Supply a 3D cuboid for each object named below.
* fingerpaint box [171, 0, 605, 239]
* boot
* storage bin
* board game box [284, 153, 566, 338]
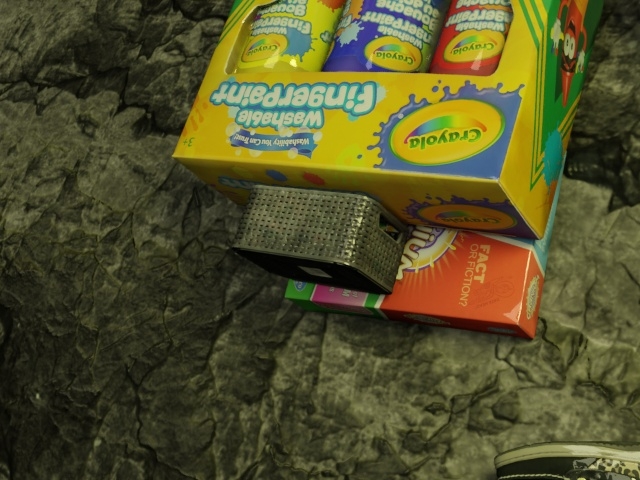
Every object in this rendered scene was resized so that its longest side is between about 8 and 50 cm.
[{"bbox_3d":[0.082,-0.218,1.036,0.445,0.163,0.371,9,72,34],"label":"fingerpaint box"},{"bbox_3d":[0.284,0.289,0.823,0.236,0.085,0.178,-7,69,28],"label":"boot"},{"bbox_3d":[0.000,0.000,1.015,0.180,0.122,0.084,9,74,34],"label":"storage bin"},{"bbox_3d":[0.127,-0.018,1.062,0.317,0.064,0.242,3,72,33],"label":"board game box"}]
